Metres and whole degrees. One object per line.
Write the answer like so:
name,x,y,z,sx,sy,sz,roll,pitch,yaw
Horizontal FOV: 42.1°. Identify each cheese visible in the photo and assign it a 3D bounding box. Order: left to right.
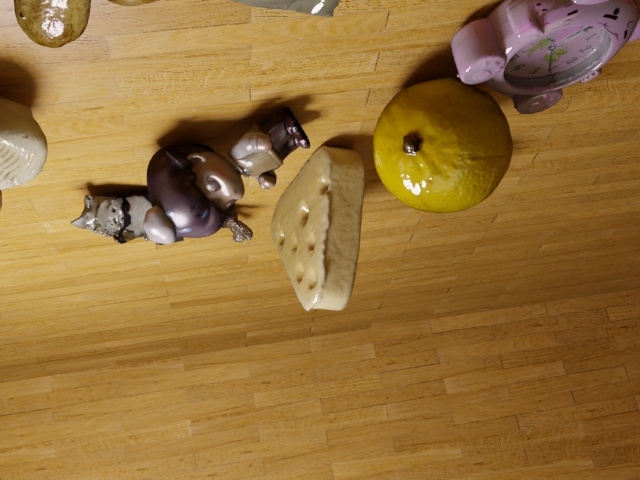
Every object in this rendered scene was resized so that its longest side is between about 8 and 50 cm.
cheese,0.001,-0.001,1.971,0.104,0.383,0.384,5,153,-23

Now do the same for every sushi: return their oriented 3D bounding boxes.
sushi,-0.466,-0.052,1.951,0.273,0.134,0.109,-8,-169,-33

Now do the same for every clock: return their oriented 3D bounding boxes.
clock,0.441,-0.384,1.572,0.322,0.113,0.296,-29,151,35

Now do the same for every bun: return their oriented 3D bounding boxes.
bun,-0.607,-0.191,1.514,0.231,0.133,0.231,-3,157,-1

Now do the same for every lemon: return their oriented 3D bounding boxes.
lemon,0.251,-0.195,1.714,0.297,0.296,0.297,-9,157,-4

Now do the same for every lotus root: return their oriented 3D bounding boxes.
lotus root,-0.397,-0.373,1.236,0.110,0.097,0.258,1,151,-21

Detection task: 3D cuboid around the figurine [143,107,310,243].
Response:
figurine,-0.193,-0.129,1.764,0.365,0.206,0.218,-17,171,10

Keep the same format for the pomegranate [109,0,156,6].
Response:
pomegranate,-0.251,-0.419,1.071,0.216,0.215,0.215,-9,157,-4

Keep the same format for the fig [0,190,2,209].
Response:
fig,-0.745,-0.128,1.634,0.159,0.159,0.257,-16,138,12

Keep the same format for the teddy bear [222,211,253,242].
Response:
teddy bear,-0.247,-0.053,2.099,0.161,0.077,0.119,19,169,-23

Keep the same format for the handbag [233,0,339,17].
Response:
handbag,-0.027,-0.450,1.144,0.253,0.109,0.315,5,134,-34
